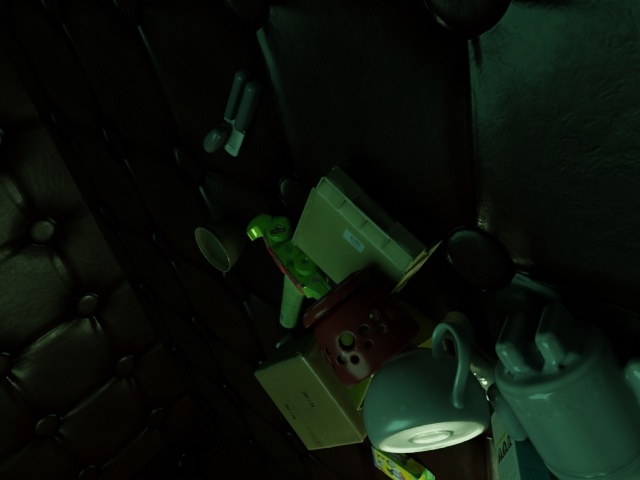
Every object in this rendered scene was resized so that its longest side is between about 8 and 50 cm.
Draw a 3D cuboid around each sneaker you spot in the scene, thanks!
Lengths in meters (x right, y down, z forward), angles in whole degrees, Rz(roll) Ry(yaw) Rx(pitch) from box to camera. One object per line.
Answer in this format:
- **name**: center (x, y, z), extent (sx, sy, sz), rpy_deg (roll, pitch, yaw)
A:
- **sneaker**: center (0.317, 0.264, 1.166), extent (0.212, 0.094, 0.080), rpy_deg (55, 147, -7)

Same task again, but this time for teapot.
- **teapot**: center (0.194, 0.286, 1.031), extent (0.255, 0.187, 0.252), rpy_deg (-21, 145, 19)

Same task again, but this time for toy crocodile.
- **toy crocodile**: center (-0.074, 0.048, 1.381), extent (0.341, 0.105, 0.115), rpy_deg (50, 172, 29)

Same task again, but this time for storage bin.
- **storage bin**: center (0.090, -0.005, 1.158), extent (0.262, 0.123, 0.260), rpy_deg (44, 147, 12)

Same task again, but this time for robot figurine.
- **robot figurine**: center (0.439, 0.282, 0.924), extent (0.299, 0.200, 0.354), rpy_deg (-26, 102, 44)

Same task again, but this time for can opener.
- **can opener**: center (-0.208, -0.292, 1.284), extent (0.074, 0.093, 0.280), rpy_deg (49, 144, 6)

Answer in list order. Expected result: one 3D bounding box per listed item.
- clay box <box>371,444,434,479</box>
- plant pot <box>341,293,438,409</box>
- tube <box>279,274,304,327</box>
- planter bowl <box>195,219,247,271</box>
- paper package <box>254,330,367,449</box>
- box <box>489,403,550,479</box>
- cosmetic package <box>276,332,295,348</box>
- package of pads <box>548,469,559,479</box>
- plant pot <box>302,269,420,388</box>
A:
- **clay box**: center (0.274, 0.759, 1.771), extent (0.222, 0.053, 0.128), rpy_deg (24, 140, 38)
- **plant pot**: center (0.134, 0.244, 1.294), extent (0.187, 0.212, 0.212), rpy_deg (51, 152, 29)
- **tube**: center (-0.083, 0.176, 1.636), extent (0.069, 0.062, 0.240), rpy_deg (4, 136, -7)
- **planter bowl**: center (-0.299, 0.001, 1.675), extent (0.162, 0.109, 0.162), rpy_deg (33, 145, 27)
- **paper package**: center (-0.004, 0.460, 1.665), extent (0.325, 0.168, 0.309), rpy_deg (54, 137, -4)
- **box**: center (0.397, 0.415, 1.074), extent (0.060, 0.244, 0.101), rpy_deg (11, 130, 1)
- **cosmetic package**: center (-0.093, 0.384, 1.851), extent (0.115, 0.060, 0.041), rpy_deg (44, 148, 9)
- **package of pads**: center (0.459, 0.553, 1.085), extent (0.101, 0.297, 0.229), rpy_deg (34, 145, 5)
- **plant pot**: center (0.073, 0.167, 1.060), extent (0.174, 0.191, 0.191), rpy_deg (51, 149, 5)
